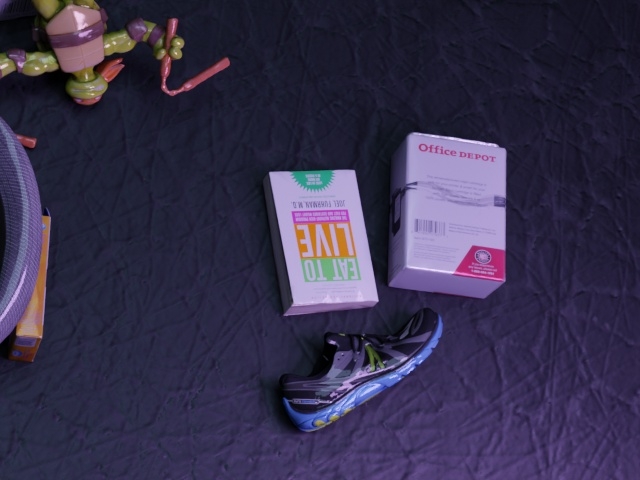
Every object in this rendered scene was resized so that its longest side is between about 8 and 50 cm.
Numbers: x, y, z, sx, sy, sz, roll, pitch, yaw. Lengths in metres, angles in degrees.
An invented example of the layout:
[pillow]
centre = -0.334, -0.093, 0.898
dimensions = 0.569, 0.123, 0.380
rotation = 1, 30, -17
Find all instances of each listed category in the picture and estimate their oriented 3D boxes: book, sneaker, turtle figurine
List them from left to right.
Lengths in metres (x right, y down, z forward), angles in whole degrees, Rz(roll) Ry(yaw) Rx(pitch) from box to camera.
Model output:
[turtle figurine]
centre = -0.231, -0.218, 1.670
dimensions = 0.269, 0.217, 0.087
rotation = -12, 35, -9
[book]
centre = 0.000, 0.000, 1.725
dimensions = 0.096, 0.035, 0.144
rotation = -3, 70, -21
[sneaker]
centre = 0.042, 0.114, 1.671
dimensions = 0.188, 0.067, 0.078
rotation = -30, 87, -20

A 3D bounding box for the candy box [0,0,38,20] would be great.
[candy box]
centre = -0.391, -0.294, 1.698
dimensions = 0.233, 0.071, 0.159
rotation = -12, 75, -19

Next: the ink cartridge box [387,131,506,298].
[ink cartridge box]
centre = 0.130, -0.025, 1.750
dimensions = 0.109, 0.063, 0.150
rotation = 8, 68, -13

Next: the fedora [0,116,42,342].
[fedora]
centre = -0.379, 0.004, 1.558
dimensions = 0.243, 0.124, 0.275
rotation = -2, 79, -12

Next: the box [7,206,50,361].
[box]
centre = -0.274, 0.038, 1.602
dimensions = 0.028, 0.081, 0.136
rotation = 4, 69, -14
